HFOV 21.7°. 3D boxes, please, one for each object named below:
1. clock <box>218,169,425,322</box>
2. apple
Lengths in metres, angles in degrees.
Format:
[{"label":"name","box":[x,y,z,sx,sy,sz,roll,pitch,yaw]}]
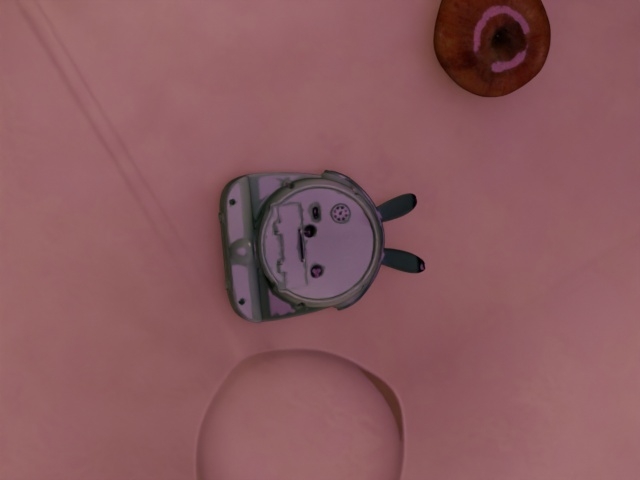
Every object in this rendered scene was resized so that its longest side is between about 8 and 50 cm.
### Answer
[{"label":"clock","box":[0.000,0.000,1.131,0.135,0.041,0.101,-7,93,-8]},{"label":"apple","box":[0.116,-0.140,1.131,0.084,0.071,0.084,-1,99,-5]}]
